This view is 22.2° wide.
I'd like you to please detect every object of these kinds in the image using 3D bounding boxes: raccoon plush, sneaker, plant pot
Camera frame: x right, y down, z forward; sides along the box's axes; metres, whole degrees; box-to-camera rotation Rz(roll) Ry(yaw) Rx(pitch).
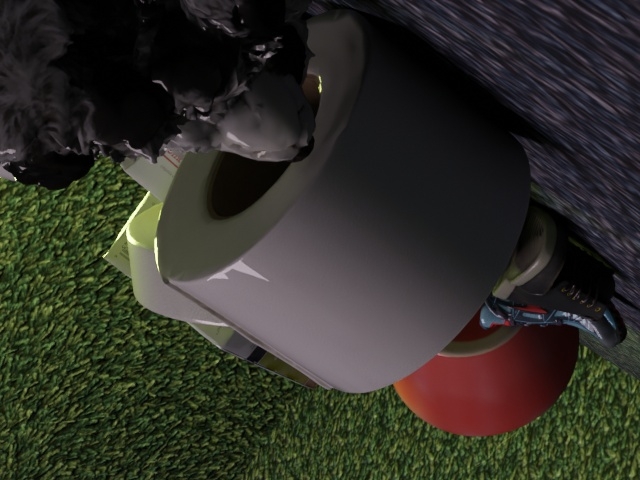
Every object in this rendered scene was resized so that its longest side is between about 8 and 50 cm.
[{"bbox_3d":[-0.146,-0.230,1.051,0.446,0.216,0.299,64,-170,-9],"label":"raccoon plush"},{"bbox_3d":[0.252,0.025,1.661,0.118,0.083,0.222,15,171,0],"label":"sneaker"},{"bbox_3d":[0.204,0.101,2.192,0.275,0.275,0.243,35,168,23],"label":"plant pot"},{"bbox_3d":[0.253,0.069,2.009,0.262,0.125,0.104,35,-179,23],"label":"sneaker"}]

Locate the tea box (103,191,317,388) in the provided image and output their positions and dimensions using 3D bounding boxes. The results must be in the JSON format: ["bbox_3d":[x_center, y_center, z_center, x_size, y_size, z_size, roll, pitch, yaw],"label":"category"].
[{"bbox_3d":[-0.047,-0.019,2.114,0.220,0.329,0.323,35,179,26],"label":"tea box"}]

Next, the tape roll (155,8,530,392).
[{"bbox_3d":[0.015,-0.029,1.235,0.169,0.246,0.246,35,180,-26],"label":"tape roll"}]

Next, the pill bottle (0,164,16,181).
[{"bbox_3d":[-0.435,-0.201,1.509,0.392,0.224,0.224,18,-177,-10],"label":"pill bottle"}]

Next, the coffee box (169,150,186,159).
[{"bbox_3d":[-0.050,-0.120,1.519,0.246,0.141,0.098,37,-148,-71],"label":"coffee box"}]

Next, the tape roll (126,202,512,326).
[{"bbox_3d":[0.000,0.000,1.645,0.392,0.072,0.392,-4,-166,1],"label":"tape roll"}]

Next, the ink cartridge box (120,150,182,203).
[{"bbox_3d":[-0.166,-0.101,1.576,0.180,0.060,0.104,55,-174,31],"label":"ink cartridge box"}]
